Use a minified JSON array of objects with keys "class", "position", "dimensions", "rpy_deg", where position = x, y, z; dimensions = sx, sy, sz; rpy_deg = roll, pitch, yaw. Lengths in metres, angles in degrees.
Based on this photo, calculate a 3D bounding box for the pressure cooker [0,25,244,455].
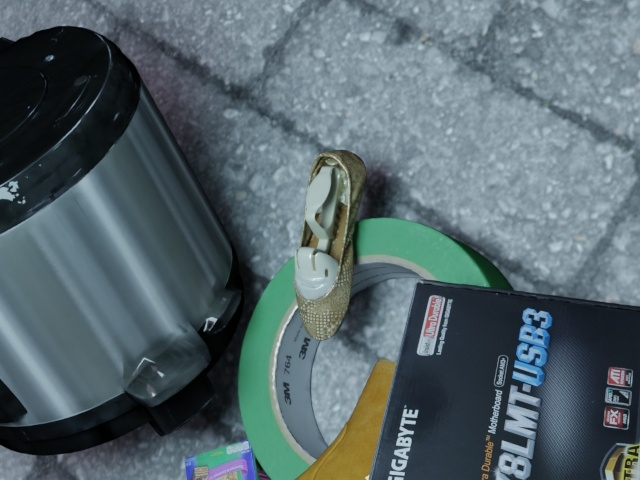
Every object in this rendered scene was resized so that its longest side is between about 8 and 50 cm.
[{"class":"pressure cooker","position":[-0.282,0.027,1.779],"dimensions":[0.375,0.420,0.370],"rpy_deg":[-14,37,18]}]

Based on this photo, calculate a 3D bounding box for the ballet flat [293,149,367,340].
[{"class":"ballet flat","position":[0.000,0.000,1.716],"dimensions":[0.073,0.067,0.206],"rpy_deg":[-2,74,32]}]

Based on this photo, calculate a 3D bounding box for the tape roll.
[{"class":"tape roll","position":[0.064,0.139,1.724],"dimensions":[0.321,0.077,0.321],"rpy_deg":[-9,73,30]}]

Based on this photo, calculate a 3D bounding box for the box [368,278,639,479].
[{"class":"box","position":[0.206,0.169,1.477],"dimensions":[0.293,0.073,0.295],"rpy_deg":[8,41,10]}]

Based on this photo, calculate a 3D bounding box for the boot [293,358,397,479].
[{"class":"boot","position":[0.030,0.220,1.625],"dimensions":[0.295,0.104,0.211],"rpy_deg":[6,75,27]}]

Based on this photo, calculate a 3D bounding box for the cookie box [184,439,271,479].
[{"class":"cookie box","position":[-0.098,0.284,1.805],"dimensions":[0.092,0.040,0.107],"rpy_deg":[-20,68,26]}]
